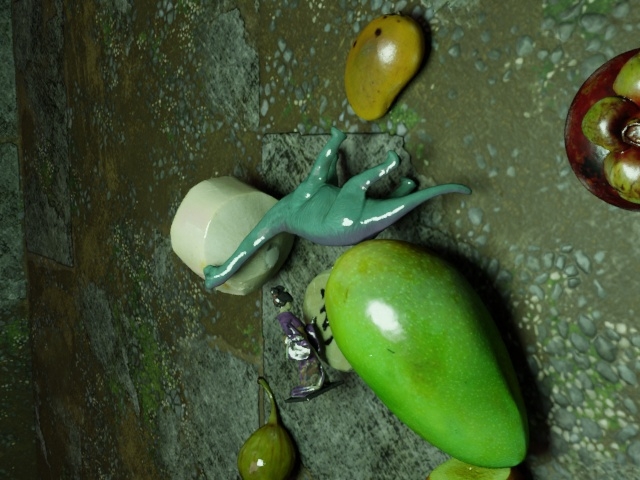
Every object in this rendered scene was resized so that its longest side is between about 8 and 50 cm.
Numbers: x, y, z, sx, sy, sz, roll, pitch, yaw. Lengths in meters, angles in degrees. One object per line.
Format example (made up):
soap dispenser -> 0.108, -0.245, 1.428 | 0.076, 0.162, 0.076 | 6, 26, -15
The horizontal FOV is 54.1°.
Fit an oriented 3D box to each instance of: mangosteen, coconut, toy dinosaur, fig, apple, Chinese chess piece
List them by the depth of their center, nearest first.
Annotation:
mangosteen -> 0.350, -0.120, 0.672 | 0.199, 0.199, 0.200 | 7, 100, 46
apple -> 0.218, 0.387, 0.912 | 0.147, 0.146, 0.163 | 29, 117, 46
toy dinosaur -> 0.000, 0.000, 0.995 | 0.383, 0.129, 0.331 | 27, 81, 43
Chinese chess piece -> 0.048, 0.138, 1.107 | 0.188, 0.083, 0.189 | 14, 109, 47
coconut -> -0.165, -0.009, 1.211 | 0.241, 0.241, 0.241 | 7, 100, 46
fig -> -0.110, 0.401, 1.313 | 0.124, 0.124, 0.237 | -35, 45, 43

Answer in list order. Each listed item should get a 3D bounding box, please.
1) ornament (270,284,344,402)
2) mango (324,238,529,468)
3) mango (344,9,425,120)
ornament -> -0.032, 0.173, 1.091 | 0.088, 0.081, 0.203 | -28, 73, 50
mango -> 0.157, 0.158, 0.904 | 0.382, 0.201, 0.225 | 51, 128, 15
mango -> 0.096, -0.281, 1.005 | 0.115, 0.090, 0.178 | 56, 139, 17
